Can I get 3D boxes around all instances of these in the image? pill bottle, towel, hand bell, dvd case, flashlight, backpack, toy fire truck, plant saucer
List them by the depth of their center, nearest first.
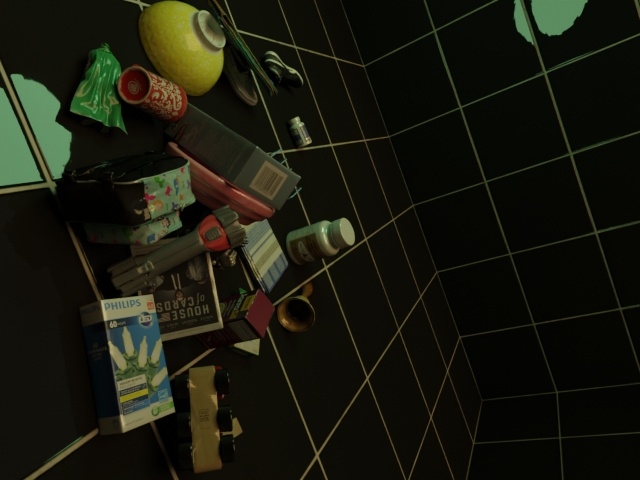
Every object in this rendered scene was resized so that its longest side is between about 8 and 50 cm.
[{"bbox_3d":[-0.404,-0.102,1.027,0.253,0.225,0.190,-59,148,-58],"label":"backpack"},{"bbox_3d":[-0.324,0.025,1.064,0.103,0.304,0.103,45,-25,39],"label":"flashlight"},{"bbox_3d":[-0.341,0.111,1.104,0.180,0.029,0.238,-10,80,-21],"label":"dvd case"},{"bbox_3d":[-0.258,0.417,1.105,0.159,0.246,0.216,-3,71,-17],"label":"toy fire truck"},{"bbox_3d":[-0.281,-0.141,1.257,0.332,0.084,0.332,34,3,-2],"label":"plant saucer"},{"bbox_3d":[-0.205,0.012,1.515,0.284,0.034,0.209,64,27,-18],"label":"towel"},{"bbox_3d":[-0.289,-0.684,1.583,0.271,0.040,0.370,57,5,30],"label":"towel"},{"bbox_3d":[-0.063,0.203,1.619,0.126,0.126,0.242,65,16,-14],"label":"hand bell"},{"bbox_3d":[0.000,0.000,1.678,0.131,0.230,0.131,37,44,-47],"label":"pill bottle"},{"bbox_3d":[-0.089,-0.455,1.955,0.120,0.067,0.067,65,29,-14],"label":"pill bottle"}]

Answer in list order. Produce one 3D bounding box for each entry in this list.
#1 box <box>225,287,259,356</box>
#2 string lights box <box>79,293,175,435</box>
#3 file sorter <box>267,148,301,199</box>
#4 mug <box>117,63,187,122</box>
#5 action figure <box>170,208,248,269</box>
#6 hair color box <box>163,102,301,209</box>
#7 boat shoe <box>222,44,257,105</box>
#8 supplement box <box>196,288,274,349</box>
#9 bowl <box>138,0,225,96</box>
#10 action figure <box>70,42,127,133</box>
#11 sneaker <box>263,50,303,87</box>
[{"bbox_3d":[-0.220,0.236,1.349,0.105,0.043,0.179,38,45,-46],"label":"box"},{"bbox_3d":[-0.403,0.252,0.972,0.133,0.077,0.259,0,75,-60],"label":"string lights box"},{"bbox_3d":[-0.160,-0.225,1.657,0.170,0.105,0.118,63,30,-17],"label":"file sorter"},{"bbox_3d":[-0.449,-0.382,1.195,0.113,0.150,0.169,-65,173,7],"label":"mug"},{"bbox_3d":[-0.300,-0.002,1.241,0.276,0.141,0.163,-38,112,-63],"label":"action figure"},{"bbox_3d":[-0.246,-0.236,1.263,0.375,0.113,0.185,36,4,37],"label":"hair color box"},{"bbox_3d":[-0.286,-0.588,1.670,0.226,0.076,0.083,51,35,-35],"label":"boat shoe"},{"bbox_3d":[-0.225,0.204,1.200,0.080,0.188,0.104,56,32,-27],"label":"supplement box"},{"bbox_3d":[-0.386,-0.609,1.419,0.289,0.156,0.289,39,42,-46],"label":"bowl"},{"bbox_3d":[-0.530,-0.379,1.124,0.137,0.064,0.232,23,59,-53],"label":"action figure"},{"bbox_3d":[-0.162,-0.681,1.957,0.217,0.079,0.121,30,52,-41],"label":"sneaker"}]
